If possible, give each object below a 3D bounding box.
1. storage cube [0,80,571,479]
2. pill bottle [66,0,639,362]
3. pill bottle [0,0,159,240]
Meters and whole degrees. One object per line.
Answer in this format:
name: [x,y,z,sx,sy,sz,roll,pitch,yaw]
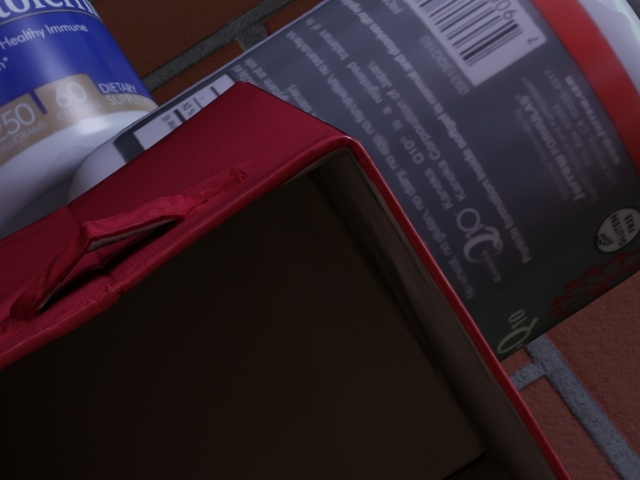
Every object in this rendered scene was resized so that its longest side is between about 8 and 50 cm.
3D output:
storage cube: [-0.038,0.074,0.693,0.215,0.184,0.193,58,-5,-16]
pill bottle: [0.000,0.000,0.980,0.210,0.363,0.210,57,-4,6]
pill bottle: [-0.210,-0.114,1.118,0.264,0.153,0.153,55,-4,18]
